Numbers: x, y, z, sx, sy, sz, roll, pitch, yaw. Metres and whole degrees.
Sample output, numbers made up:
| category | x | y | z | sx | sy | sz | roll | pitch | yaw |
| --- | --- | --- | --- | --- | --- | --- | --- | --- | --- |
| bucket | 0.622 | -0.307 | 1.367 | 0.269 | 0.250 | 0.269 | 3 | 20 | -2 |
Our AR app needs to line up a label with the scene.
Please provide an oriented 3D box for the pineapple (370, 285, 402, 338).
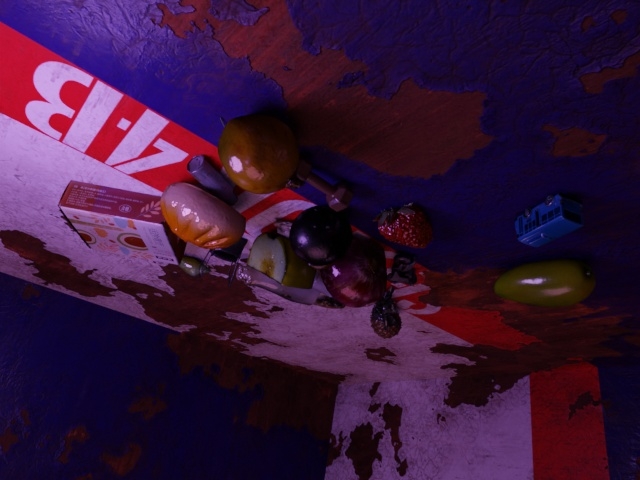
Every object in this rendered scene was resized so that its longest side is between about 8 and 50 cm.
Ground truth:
| category | x | y | z | sx | sy | sz | roll | pitch | yaw |
| --- | --- | --- | --- | --- | --- | --- | --- | --- | --- |
| pineapple | 0.299 | 0.338 | 2.212 | 0.166 | 0.165 | 0.364 | 4 | 151 | 13 |

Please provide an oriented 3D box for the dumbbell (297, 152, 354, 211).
| category | x | y | z | sx | sy | sz | roll | pitch | yaw |
| --- | --- | --- | --- | --- | --- | --- | --- | --- | --- |
| dumbbell | -0.003 | -0.170 | 1.423 | 0.231 | 0.092 | 0.082 | 30 | 175 | -32 |

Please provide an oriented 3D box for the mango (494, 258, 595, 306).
| category | x | y | z | sx | sy | sz | roll | pitch | yaw |
| --- | --- | --- | --- | --- | --- | --- | --- | --- | --- |
| mango | 0.789 | 0.157 | 1.701 | 0.343 | 0.155 | 0.192 | -11 | 138 | 41 |

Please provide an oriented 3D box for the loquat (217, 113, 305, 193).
| category | x | y | z | sx | sy | sz | roll | pitch | yaw |
| --- | --- | --- | --- | --- | --- | --- | --- | --- | --- |
| loquat | -0.143 | -0.210 | 1.236 | 0.246 | 0.213 | 0.213 | 39 | 153 | 8 |

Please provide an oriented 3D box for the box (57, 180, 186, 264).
| category | x | y | z | sx | sy | sz | roll | pitch | yaw |
| --- | --- | --- | --- | --- | --- | --- | --- | --- | --- |
| box | -0.748 | -0.058 | 1.854 | 0.386 | 0.122 | 0.344 | 10 | 152 | 0 |

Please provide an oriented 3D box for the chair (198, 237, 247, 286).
| category | x | y | z | sx | sy | sz | roll | pitch | yaw |
| --- | --- | --- | --- | --- | --- | --- | --- | --- | --- |
| chair | -0.402 | 0.056 | 1.983 | 0.140 | 0.221 | 0.145 | 20 | -166 | -19 |

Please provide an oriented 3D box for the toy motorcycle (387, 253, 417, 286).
| category | x | y | z | sx | sy | sz | roll | pitch | yaw |
| --- | --- | --- | --- | --- | --- | --- | --- | --- | --- |
| toy motorcycle | 0.332 | 0.123 | 1.876 | 0.123 | 0.080 | 0.215 | 9 | 149 | 2 |

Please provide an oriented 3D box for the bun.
| category | x | y | z | sx | sy | sz | roll | pitch | yaw |
| --- | --- | --- | --- | --- | --- | --- | --- | --- | --- |
| bun | -0.406 | -0.065 | 1.587 | 0.299 | 0.164 | 0.299 | 25 | 167 | 6 |

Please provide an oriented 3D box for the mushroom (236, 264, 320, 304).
| category | x | y | z | sx | sy | sz | roll | pitch | yaw |
| --- | --- | --- | --- | --- | --- | --- | --- | --- | --- |
| mushroom | -0.186 | 0.190 | 2.139 | 0.397 | 0.125 | 0.177 | 25 | 158 | -33 |

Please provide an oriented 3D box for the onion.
| category | x | y | z | sx | sy | sz | roll | pitch | yaw |
| --- | --- | --- | --- | --- | --- | --- | --- | --- | --- |
| onion | 0.111 | 0.121 | 1.778 | 0.231 | 0.256 | 0.272 | 9 | 134 | -31 |

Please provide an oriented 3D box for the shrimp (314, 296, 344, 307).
| category | x | y | z | sx | sy | sz | roll | pitch | yaw |
| --- | --- | --- | --- | --- | --- | --- | --- | --- | --- |
| shrimp | 0.013 | 0.282 | 2.309 | 0.223 | 0.054 | 0.290 | 7 | 161 | 6 |

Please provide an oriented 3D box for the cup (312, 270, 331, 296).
| category | x | y | z | sx | sy | sz | roll | pitch | yaw |
| --- | --- | --- | --- | --- | --- | --- | --- | --- | --- |
| cup | 0.022 | 0.162 | 2.063 | 0.133 | 0.136 | 0.099 | 28 | -178 | -29 |

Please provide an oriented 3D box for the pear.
| category | x | y | z | sx | sy | sz | roll | pitch | yaw |
| --- | --- | --- | --- | --- | --- | --- | --- | --- | --- |
| pear | -0.112 | 0.081 | 1.827 | 0.293 | 0.159 | 0.292 | 21 | 180 | 0 |

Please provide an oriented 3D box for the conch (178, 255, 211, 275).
| category | x | y | z | sx | sy | sz | roll | pitch | yaw |
| --- | --- | --- | --- | --- | --- | --- | --- | --- | --- |
| conch | -0.600 | 0.112 | 2.182 | 0.201 | 0.079 | 0.095 | 27 | 166 | 4 |

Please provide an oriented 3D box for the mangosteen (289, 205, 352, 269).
| category | x | y | z | sx | sy | sz | roll | pitch | yaw |
| --- | --- | --- | --- | --- | --- | --- | --- | --- | --- |
| mangosteen | 0.000 | 0.000 | 1.615 | 0.212 | 0.211 | 0.250 | 9 | 152 | 2 |

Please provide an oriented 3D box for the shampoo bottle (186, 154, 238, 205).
| category | x | y | z | sx | sy | sz | roll | pitch | yaw |
| --- | --- | --- | --- | --- | --- | --- | --- | --- | --- |
| shampoo bottle | -0.340 | -0.184 | 1.531 | 0.072 | 0.072 | 0.214 | -4 | 150 | 25 |

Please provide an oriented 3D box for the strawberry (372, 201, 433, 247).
| category | x | y | z | sx | sy | sz | roll | pitch | yaw |
| --- | --- | --- | --- | --- | --- | --- | --- | --- | --- |
| strawberry | 0.280 | -0.025 | 1.586 | 0.175 | 0.097 | 0.228 | -6 | 148 | 29 |

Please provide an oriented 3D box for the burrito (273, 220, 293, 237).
| category | x | y | z | sx | sy | sz | roll | pitch | yaw |
| --- | --- | --- | --- | --- | --- | --- | --- | --- | --- |
| burrito | -0.061 | -0.029 | 1.738 | 0.230 | 0.063 | 0.058 | 13 | -174 | -5 |

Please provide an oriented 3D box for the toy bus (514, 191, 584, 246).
| category | x | y | z | sx | sy | sz | roll | pitch | yaw |
| --- | --- | --- | --- | --- | --- | --- | --- | --- | --- |
| toy bus | 0.662 | -0.054 | 1.392 | 0.090 | 0.106 | 0.184 | 16 | 152 | -16 |

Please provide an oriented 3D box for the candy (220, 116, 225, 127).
| category | x | y | z | sx | sy | sz | roll | pitch | yaw |
| --- | --- | --- | --- | --- | --- | --- | --- | --- | --- |
| candy | -0.254 | -0.297 | 1.336 | 0.035 | 0.035 | 0.123 | -10 | 139 | 16 |
